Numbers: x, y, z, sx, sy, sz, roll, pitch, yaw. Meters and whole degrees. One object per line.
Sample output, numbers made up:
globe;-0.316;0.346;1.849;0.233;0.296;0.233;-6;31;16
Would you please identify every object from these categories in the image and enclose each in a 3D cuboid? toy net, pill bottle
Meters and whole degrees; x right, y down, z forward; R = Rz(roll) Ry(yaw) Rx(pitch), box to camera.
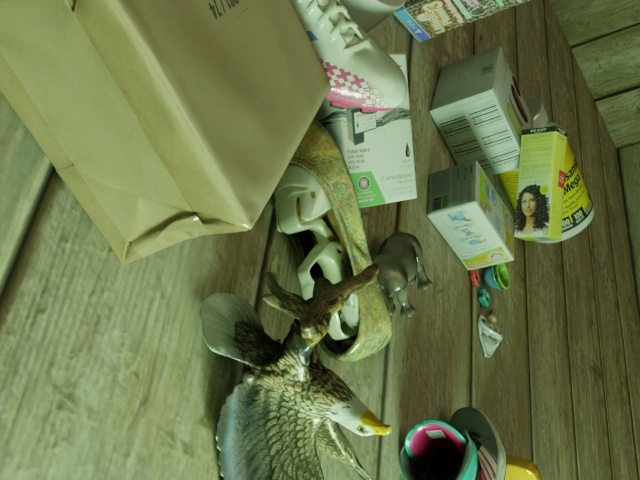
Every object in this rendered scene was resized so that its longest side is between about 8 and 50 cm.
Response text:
toy net;0.354;0.129;1.765;0.122;0.045;0.232;46;39;-42
pill bottle;0.539;-0.173;2.102;0.334;0.187;0.188;59;32;-26

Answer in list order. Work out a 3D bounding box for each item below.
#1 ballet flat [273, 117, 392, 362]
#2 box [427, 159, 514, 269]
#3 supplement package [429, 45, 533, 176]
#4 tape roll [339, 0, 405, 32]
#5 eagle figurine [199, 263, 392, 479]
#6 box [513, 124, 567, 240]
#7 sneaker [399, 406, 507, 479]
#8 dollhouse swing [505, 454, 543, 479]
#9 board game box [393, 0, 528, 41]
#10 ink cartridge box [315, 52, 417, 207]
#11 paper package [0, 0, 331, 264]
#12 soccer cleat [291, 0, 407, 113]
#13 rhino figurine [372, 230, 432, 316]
ballet flat;0.000;0.000;1.131;0.123;0.123;0.349;-30;103;-61
box;0.305;-0.046;1.702;0.203;0.103;0.114;48;38;-40
supplement package;0.359;-0.276;1.866;0.203;0.149;0.194;56;34;-29
tape roll;0.013;-0.454;1.318;0.286;0.100;0.286;35;38;-33
eagle figurine;-0.016;0.199;0.965;0.226;0.225;0.299;-4;115;-23
box;0.459;-0.118;1.764;0.058;0.087;0.233;14;77;-45
sneaker;0.203;0.330;1.325;0.178;0.123;0.296;59;22;-25
dollhouse swing;0.386;0.533;1.352;0.315;0.304;0.347;66;30;-16
board game box;0.294;-0.585;1.753;0.141;0.290;0.232;26;55;-56
ink cartridge box;0.052;-0.161;1.233;0.160;0.092;0.220;-13;100;-45
paper package;-0.153;-0.193;0.884;0.310;0.168;0.325;60;31;-25
soccer cleat;-0.021;-0.278;1.048;0.331;0.143;0.116;27;42;-9
rhino figurine;0.107;0.066;1.323;0.243;0.073;0.106;-48;123;-56
